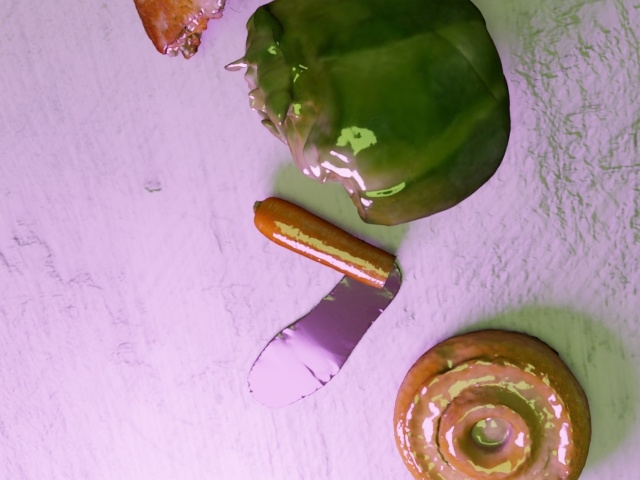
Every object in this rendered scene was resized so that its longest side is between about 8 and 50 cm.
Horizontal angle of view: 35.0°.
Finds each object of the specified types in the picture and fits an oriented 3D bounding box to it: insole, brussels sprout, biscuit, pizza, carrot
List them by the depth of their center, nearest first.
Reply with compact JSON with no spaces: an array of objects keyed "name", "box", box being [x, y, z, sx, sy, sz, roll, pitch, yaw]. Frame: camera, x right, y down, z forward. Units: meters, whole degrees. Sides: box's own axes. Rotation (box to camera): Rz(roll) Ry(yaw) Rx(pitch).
[{"name":"brussels sprout","box":[0.073,-0.187,1.304,0.315,0.371,0.276,-39,140,-15]},{"name":"pizza","box":[-0.190,-0.340,1.388,0.147,0.069,0.226,57,149,-2]},{"name":"carrot","box":[0.000,0.000,1.488,0.225,0.067,0.067,25,109,5]},{"name":"biscuit","box":[0.252,0.278,1.506,0.296,0.102,0.296,4,106,13]},{"name":"insole","box":[0.007,0.146,1.564,0.111,0.007,0.328,41,110,-4]}]
